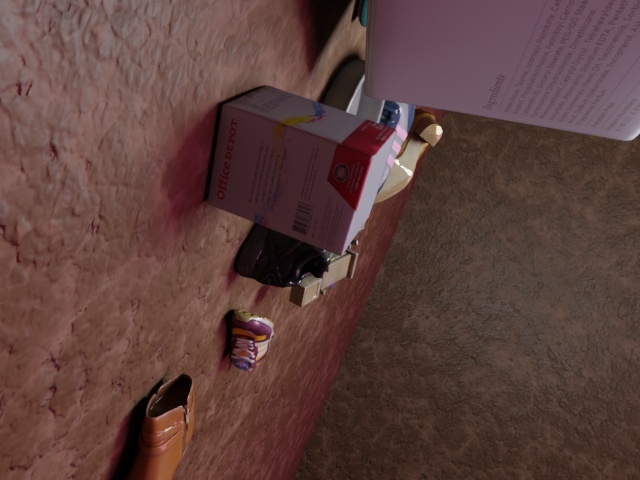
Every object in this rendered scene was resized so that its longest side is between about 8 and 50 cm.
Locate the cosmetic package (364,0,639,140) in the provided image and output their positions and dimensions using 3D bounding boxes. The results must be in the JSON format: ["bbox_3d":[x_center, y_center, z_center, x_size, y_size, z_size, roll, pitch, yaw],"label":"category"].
[{"bbox_3d":[0.278,-0.370,0.733,0.327,0.393,0.329,80,22,-72],"label":"cosmetic package"}]

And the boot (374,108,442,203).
[{"bbox_3d":[0.204,-0.235,1.592,0.295,0.104,0.211,-44,-161,11],"label":"boot"}]

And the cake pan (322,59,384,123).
[{"bbox_3d":[0.048,-0.203,1.072,0.293,0.054,0.293,23,90,-78],"label":"cake pan"}]

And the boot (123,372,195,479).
[{"bbox_3d":[-0.218,0.278,0.740,0.197,0.073,0.152,-72,178,-56],"label":"boot"}]

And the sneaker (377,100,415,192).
[{"bbox_3d":[0.124,-0.210,1.253,0.131,0.112,0.319,-57,163,-51],"label":"sneaker"}]

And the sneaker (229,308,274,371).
[{"bbox_3d":[-0.120,0.175,0.978,0.185,0.069,0.084,79,30,-67],"label":"sneaker"}]

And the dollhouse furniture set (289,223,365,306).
[{"bbox_3d":[-0.011,0.008,1.091,0.182,0.101,0.161,-23,131,-53],"label":"dollhouse furniture set"}]

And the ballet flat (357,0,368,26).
[{"bbox_3d":[0.080,-0.399,0.915,0.041,0.041,0.114,-55,163,-47],"label":"ballet flat"}]

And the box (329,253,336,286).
[{"bbox_3d":[0.042,0.032,1.502,0.105,0.043,0.179,21,90,-79],"label":"box"}]

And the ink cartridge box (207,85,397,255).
[{"bbox_3d":[-0.022,-0.088,0.681,0.127,0.176,0.128,-52,162,-59],"label":"ink cartridge box"}]

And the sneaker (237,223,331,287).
[{"bbox_3d":[-0.024,-0.025,0.901,0.087,0.130,0.227,90,23,-66],"label":"sneaker"}]
